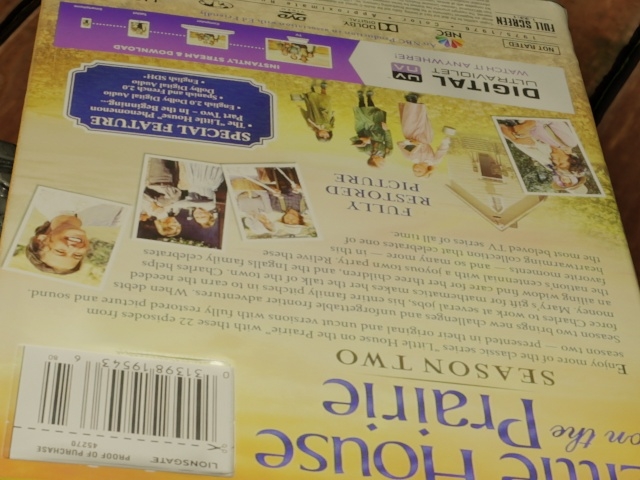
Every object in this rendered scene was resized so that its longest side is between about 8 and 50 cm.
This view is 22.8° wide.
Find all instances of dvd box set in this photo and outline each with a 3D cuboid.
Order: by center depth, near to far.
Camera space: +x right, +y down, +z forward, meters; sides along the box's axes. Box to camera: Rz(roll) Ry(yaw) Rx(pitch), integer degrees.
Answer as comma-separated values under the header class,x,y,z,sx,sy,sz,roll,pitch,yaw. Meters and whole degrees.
class,x,y,z,sx,sy,sz,roll,pitch,yaw
dvd box set,0.000,0.000,0.779,0.308,0.062,0.420,6,41,-9

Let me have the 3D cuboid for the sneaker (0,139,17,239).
class,x,y,z,sx,sy,sz,roll,pitch,yaw
sneaker,-0.130,0.012,0.839,0.296,0.104,0.146,-1,61,-1
